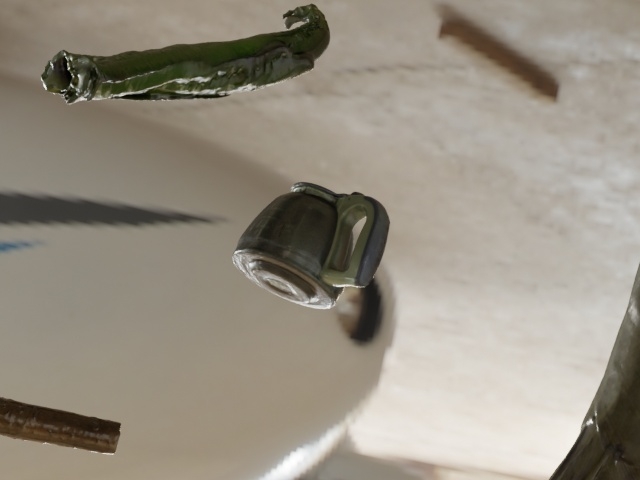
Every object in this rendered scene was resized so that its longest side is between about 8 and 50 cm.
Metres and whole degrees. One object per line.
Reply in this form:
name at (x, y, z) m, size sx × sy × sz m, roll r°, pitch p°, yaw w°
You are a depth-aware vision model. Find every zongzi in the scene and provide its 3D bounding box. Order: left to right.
zongzi at (0.316, 0.194, 1.786) m, size 0.323 × 0.360 × 0.160 m, roll -26°, pitch -170°, yaw -13°

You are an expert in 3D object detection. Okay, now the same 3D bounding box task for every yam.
yam at (-0.229, 0.140, 1.292) m, size 0.145 × 0.032 × 0.032 m, roll 13°, pitch 166°, yaw -7°

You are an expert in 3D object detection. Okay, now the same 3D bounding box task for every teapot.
teapot at (-0.010, -0.005, 1.572) m, size 0.111 × 0.108 × 0.149 m, roll 29°, pitch 161°, yaw -13°

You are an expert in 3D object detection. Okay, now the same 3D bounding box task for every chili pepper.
chili pepper at (-0.108, -0.173, 1.586) m, size 0.085 × 0.076 × 0.359 m, roll 2°, pitch -167°, yaw 40°
